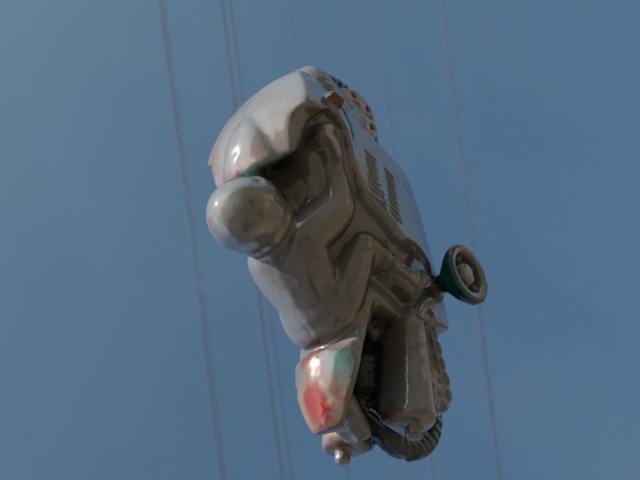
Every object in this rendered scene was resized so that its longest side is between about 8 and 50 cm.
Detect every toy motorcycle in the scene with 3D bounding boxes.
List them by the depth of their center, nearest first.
[{"bbox_3d":[0.000,0.000,0.563,0.171,0.110,0.260,16,-125,-46],"label":"toy motorcycle"}]
